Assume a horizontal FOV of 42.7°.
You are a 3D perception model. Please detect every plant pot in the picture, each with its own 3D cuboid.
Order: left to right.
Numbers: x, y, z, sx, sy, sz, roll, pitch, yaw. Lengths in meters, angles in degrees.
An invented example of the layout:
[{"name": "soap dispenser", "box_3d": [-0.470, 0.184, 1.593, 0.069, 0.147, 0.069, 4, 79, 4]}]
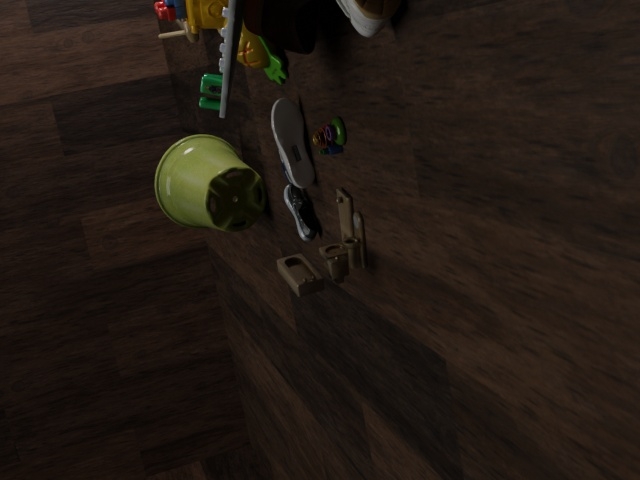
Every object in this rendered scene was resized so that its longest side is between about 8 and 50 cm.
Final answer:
[{"name": "plant pot", "box_3d": [-0.281, -0.138, 2.242, 0.254, 0.276, 0.276, 25, 129, 56]}]

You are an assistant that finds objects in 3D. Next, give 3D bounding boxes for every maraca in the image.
[{"name": "maraca", "box_3d": [-0.134, -0.407, 1.718, 0.186, 0.099, 0.127, 50, 168, -4]}]

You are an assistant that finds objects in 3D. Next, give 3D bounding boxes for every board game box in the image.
[{"name": "board game box", "box_3d": [-0.136, -0.460, 1.292, 0.390, 0.050, 0.390, 109, 168, -61]}]

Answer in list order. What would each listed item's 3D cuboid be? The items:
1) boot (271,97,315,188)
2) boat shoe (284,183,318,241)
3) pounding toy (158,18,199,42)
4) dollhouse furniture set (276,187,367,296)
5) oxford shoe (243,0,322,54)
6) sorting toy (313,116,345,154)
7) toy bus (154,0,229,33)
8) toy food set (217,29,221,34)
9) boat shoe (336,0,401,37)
[{"name": "boot", "box_3d": [-0.068, -0.201, 1.701, 0.086, 0.069, 0.190, -160, 56, -69]}, {"name": "boat shoe", "box_3d": [-0.037, -0.067, 1.774, 0.040, 0.049, 0.142, -48, 57, 50]}, {"name": "pounding toy", "box_3d": [-0.412, -0.677, 2.359, 0.269, 0.155, 0.154, -126, 21, -54]}, {"name": "dollhouse furniture set", "box_3d": [0.000, 0.000, 1.483, 0.144, 0.151, 0.123, -134, 34, -59]}, {"name": "oxford shoe", "box_3d": [-0.022, -0.458, 1.277, 0.133, 0.130, 0.364, 35, 143, 17]}, {"name": "sorting toy", "box_3d": [0.012, -0.184, 1.477, 0.102, 0.042, 0.061, 163, 93, -75]}, {"name": "toy bus", "box_3d": [-0.280, -0.568, 1.874, 0.220, 0.211, 0.149, -117, 18, -44]}, {"name": "toy food set", "box_3d": [-0.256, -0.572, 2.147, 0.083, 0.020, 0.082, -119, 21, -46]}, {"name": "boat shoe", "box_3d": [0.023, -0.406, 1.126, 0.096, 0.098, 0.277, 125, 128, -70]}]
